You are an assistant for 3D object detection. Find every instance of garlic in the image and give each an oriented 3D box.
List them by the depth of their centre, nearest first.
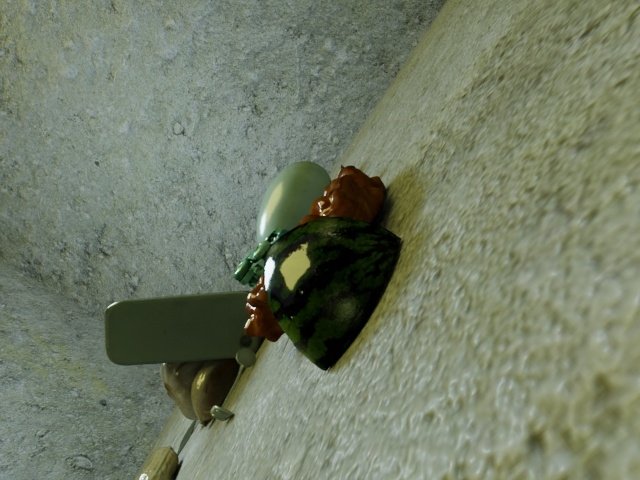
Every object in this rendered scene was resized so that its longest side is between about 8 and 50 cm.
[{"bbox_3d":[-0.296,0.393,1.112,0.087,0.101,0.195,-35,25,47],"label":"garlic"},{"bbox_3d":[-0.362,0.413,1.248,0.212,0.218,0.218,-26,-14,-37],"label":"garlic"}]

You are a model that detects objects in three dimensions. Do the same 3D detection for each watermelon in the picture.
[{"bbox_3d":[0.005,0.064,0.522,0.193,0.137,0.145,-6,31,21],"label":"watermelon"}]

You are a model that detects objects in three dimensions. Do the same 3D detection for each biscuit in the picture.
[{"bbox_3d":[-0.007,0.010,0.761,0.312,0.110,0.318,-53,3,29],"label":"biscuit"}]

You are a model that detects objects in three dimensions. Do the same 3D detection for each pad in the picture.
[{"bbox_3d":[-0.428,0.593,1.320,0.250,0.055,0.323,-57,-11,-7],"label":"pad"}]

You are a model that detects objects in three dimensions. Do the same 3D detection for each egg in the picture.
[{"bbox_3d":[-0.091,-0.100,1.390,0.371,0.230,0.230,-64,8,-12],"label":"egg"}]

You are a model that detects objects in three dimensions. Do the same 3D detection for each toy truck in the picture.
[{"bbox_3d":[-0.131,0.066,1.158,0.279,0.155,0.156,-38,19,51],"label":"toy truck"}]

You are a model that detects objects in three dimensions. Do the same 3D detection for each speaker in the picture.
[{"bbox_3d":[-0.371,0.239,1.167,0.184,0.406,0.183,167,100,-85],"label":"speaker"}]

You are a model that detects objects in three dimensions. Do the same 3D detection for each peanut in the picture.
[{"bbox_3d":[-0.440,0.635,1.100,0.214,0.090,0.098,-119,33,-84],"label":"peanut"}]

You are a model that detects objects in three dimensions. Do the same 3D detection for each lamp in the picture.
[{"bbox_3d":[-0.195,0.326,0.952,0.056,0.050,0.198,-56,8,35],"label":"lamp"}]

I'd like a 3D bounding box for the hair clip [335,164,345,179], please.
[{"bbox_3d":[0.009,-0.045,0.978,0.278,0.090,0.137,-57,-15,4],"label":"hair clip"}]
